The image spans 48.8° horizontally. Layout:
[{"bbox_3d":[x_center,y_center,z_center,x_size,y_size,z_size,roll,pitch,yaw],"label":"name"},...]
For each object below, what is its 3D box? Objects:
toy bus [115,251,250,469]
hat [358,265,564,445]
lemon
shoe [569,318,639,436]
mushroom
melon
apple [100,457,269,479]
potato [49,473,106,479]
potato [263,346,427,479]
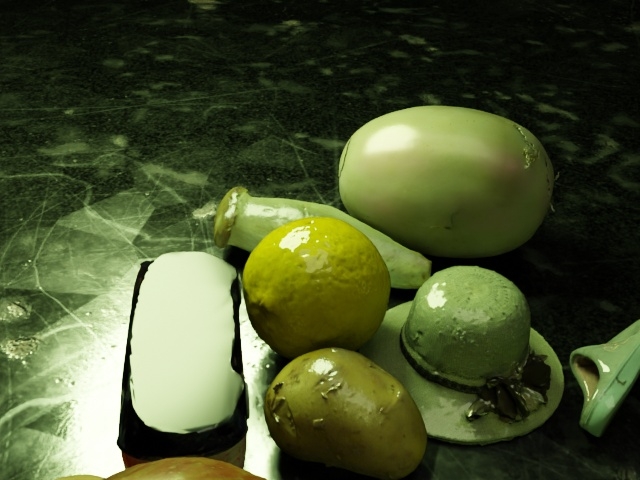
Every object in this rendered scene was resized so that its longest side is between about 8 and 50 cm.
[{"bbox_3d":[-0.144,0.140,0.767,0.128,0.147,0.302,-2,36,-9],"label":"toy bus"},{"bbox_3d":[0.174,0.106,0.849,0.257,0.130,0.257,1,36,-1],"label":"hat"},{"bbox_3d":[-0.001,0.058,0.863,0.178,0.178,0.203,25,21,29],"label":"lemon"},{"bbox_3d":[0.339,0.147,0.840,0.078,0.079,0.195,28,46,21],"label":"shoe"},{"bbox_3d":[0.001,-0.003,1.033,0.334,0.087,0.107,12,55,10],"label":"mushroom"},{"bbox_3d":[0.186,-0.087,1.044,0.317,0.223,0.223,9,36,12],"label":"melon"},{"bbox_3d":[-0.117,0.292,0.465,0.278,0.250,0.309,11,38,12],"label":"apple"},{"bbox_3d":[-0.240,0.265,0.626,0.147,0.112,0.112,-13,37,-32],"label":"potato"},{"bbox_3d":[0.028,0.179,0.742,0.176,0.137,0.137,12,36,11],"label":"potato"}]
